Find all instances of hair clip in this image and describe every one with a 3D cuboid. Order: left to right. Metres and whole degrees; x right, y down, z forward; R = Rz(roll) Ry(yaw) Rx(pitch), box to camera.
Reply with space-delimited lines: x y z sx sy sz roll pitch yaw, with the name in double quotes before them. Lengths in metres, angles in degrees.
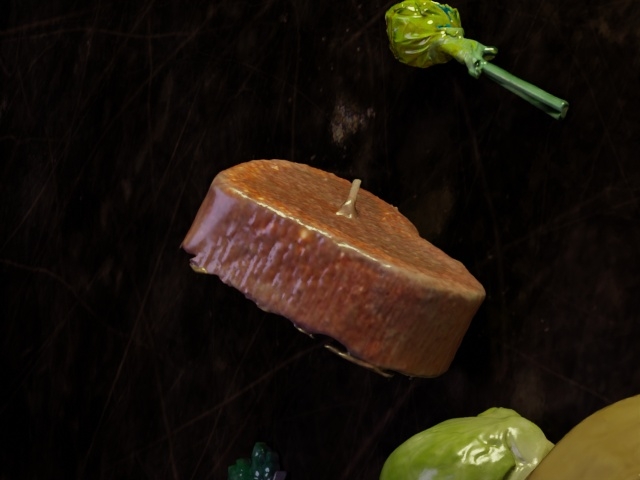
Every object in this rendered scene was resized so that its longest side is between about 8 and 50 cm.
"hair clip" -0.085 0.335 1.673 0.124 0.052 0.195 9 80 49

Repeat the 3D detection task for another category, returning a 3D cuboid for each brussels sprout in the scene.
"brussels sprout" 0.128 0.227 1.272 0.183 0.145 0.131 -19 92 61

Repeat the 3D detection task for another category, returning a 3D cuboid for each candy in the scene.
"candy" 0.158 -0.180 1.421 0.262 0.077 0.073 39 137 45

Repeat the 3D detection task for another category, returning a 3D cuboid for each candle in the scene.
"candle" 0.000 0.000 1.411 0.131 0.287 0.317 -65 31 13

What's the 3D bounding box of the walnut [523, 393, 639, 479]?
"walnut" 0.259 0.275 0.883 0.383 0.383 0.383 -24 61 53
